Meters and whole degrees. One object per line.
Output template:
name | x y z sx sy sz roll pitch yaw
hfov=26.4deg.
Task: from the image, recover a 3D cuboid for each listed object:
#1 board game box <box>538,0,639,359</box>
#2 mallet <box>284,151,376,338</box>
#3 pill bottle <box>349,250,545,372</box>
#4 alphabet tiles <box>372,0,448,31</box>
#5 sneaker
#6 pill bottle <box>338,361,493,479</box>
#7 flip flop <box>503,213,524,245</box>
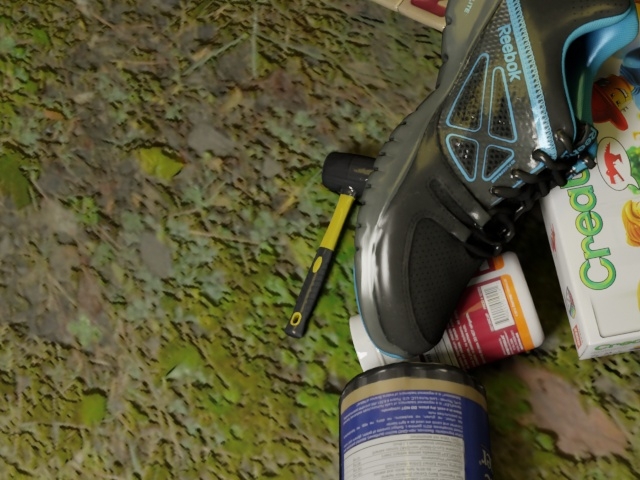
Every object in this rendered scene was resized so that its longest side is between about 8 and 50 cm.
board game box | 0.274 -0.068 1.132 0.192 0.053 0.305 -11 72 -3
mallet | 0.000 0.000 1.272 0.062 0.039 0.190 20 72 27
pill bottle | 0.106 0.071 1.157 0.152 0.086 0.086 -18 55 8
alphabet tiles | 0.156 -0.330 1.338 0.342 0.011 0.285 29 75 30
sneaker | 0.132 -0.062 1.059 0.139 0.125 0.341 20 89 28
pill bottle | 0.075 0.215 1.057 0.122 0.123 0.219 -9 58 14
flip flop | 0.160 -0.039 1.206 0.277 0.112 0.080 -25 69 -3
